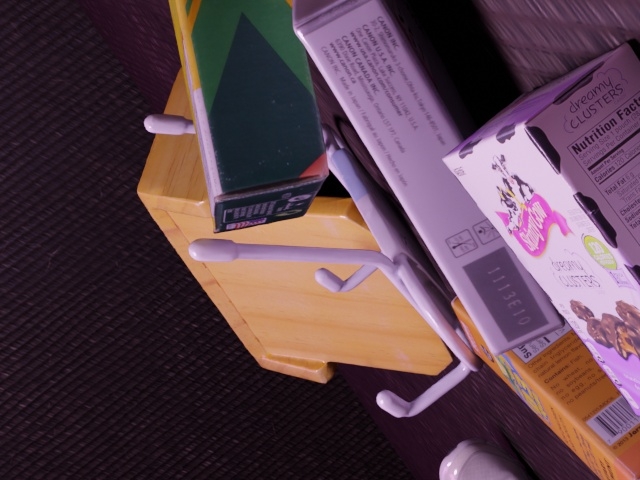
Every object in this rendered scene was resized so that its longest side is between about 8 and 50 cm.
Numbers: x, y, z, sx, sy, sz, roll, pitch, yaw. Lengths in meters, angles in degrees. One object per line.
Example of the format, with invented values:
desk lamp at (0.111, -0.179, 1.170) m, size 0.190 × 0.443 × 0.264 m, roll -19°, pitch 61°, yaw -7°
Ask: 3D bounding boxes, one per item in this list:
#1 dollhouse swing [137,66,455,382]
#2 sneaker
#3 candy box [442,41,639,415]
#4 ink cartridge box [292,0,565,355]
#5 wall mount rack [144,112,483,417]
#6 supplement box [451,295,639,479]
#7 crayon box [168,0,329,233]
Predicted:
dollhouse swing at (0.004, -0.027, 1.568) m, size 0.347 × 0.305 × 0.315 m, roll 59°, pitch -148°, yaw -41°
sneaker at (0.268, 0.363, 1.647) m, size 0.292 × 0.110 × 0.118 m, roll 47°, pitch 167°, yaw -19°
candy box at (0.166, 0.005, 0.689) m, size 0.196 × 0.070 × 0.165 m, roll 53°, pitch 173°, yaw -3°
ink cartridge box at (0.070, -0.092, 0.891) m, size 0.275 × 0.060 × 0.239 m, roll 56°, pitch -164°, yaw -28°
wall mount rack at (0.000, 0.000, 1.161) m, size 0.304 × 0.130 × 0.350 m, roll 46°, pitch -170°, yaw -38°
supplement box at (0.195, 0.106, 0.956) m, size 0.233 × 0.080 × 0.078 m, roll 49°, pitch 171°, yaw 49°
crayon box at (-0.069, -0.176, 0.931) m, size 0.202 × 0.081 × 0.318 m, roll 132°, pitch 126°, yaw -83°
